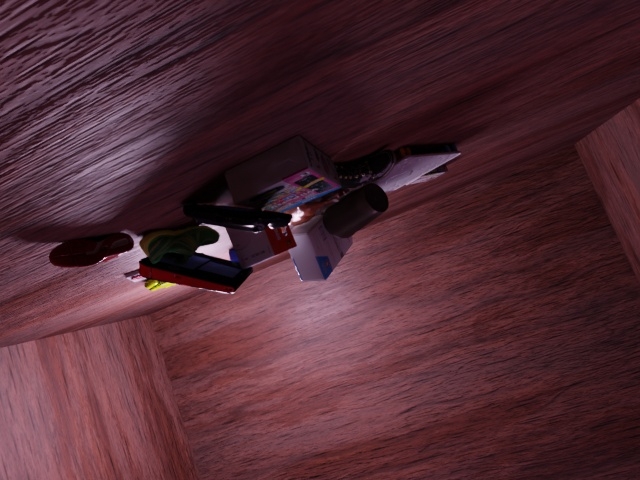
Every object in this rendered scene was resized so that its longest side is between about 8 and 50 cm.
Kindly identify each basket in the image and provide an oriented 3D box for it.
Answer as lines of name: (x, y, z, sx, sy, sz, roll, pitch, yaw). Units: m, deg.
basket: (0.150, -0.123, 1.639, 0.204, 0.154, 0.227, -23, 174, -41)

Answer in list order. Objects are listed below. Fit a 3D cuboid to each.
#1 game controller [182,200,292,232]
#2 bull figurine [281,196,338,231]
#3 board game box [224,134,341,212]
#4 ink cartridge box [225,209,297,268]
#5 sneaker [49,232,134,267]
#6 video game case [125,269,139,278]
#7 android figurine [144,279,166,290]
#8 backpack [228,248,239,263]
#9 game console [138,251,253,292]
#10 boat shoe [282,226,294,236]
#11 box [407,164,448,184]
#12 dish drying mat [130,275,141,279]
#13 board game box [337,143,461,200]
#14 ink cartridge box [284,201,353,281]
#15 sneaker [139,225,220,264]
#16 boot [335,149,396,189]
game controller: (-0.233, -0.074, 1.131, 0.319, 0.067, 0.167, 10, -163, 38)
bull figurine: (-0.066, -0.123, 1.600, 0.189, 0.101, 0.310, -25, -178, -24)
board game box: (-0.090, -0.172, 1.154, 0.224, 0.097, 0.303, -22, 174, 17)
ink cartridge box: (-0.232, -0.017, 1.570, 0.233, 0.188, 0.066, -23, 178, 23)
sneaker: (-0.674, 0.047, 1.199, 0.221, 0.086, 0.128, -13, 168, -44)
video game case: (-0.791, 0.147, 1.904, 0.191, 0.022, 0.173, -19, 173, -16)
android figurine: (-0.810, 0.209, 2.203, 0.273, 0.056, 0.248, -25, 171, 40)
backpack: (-0.412, 0.089, 2.179, 0.120, 0.101, 0.098, -19, 163, 4)
game console: (-0.444, 0.102, 1.513, 0.342, 0.060, 0.386, 10, -173, -1)
boat shoe: (-0.232, 0.008, 2.128, 0.301, 0.102, 0.108, -24, 172, 26)
box: (0.521, -0.324, 2.013, 0.207, 0.036, 0.114, -15, 171, -38)
dish drying mat: (-0.814, 0.164, 1.852, 0.032, 0.008, 0.083, -27, 170, 41)
board game box: (0.315, -0.281, 1.682, 0.390, 0.050, 0.390, -15, 172, -42)
ink cartridge box: (0.000, 0.000, 1.760, 0.129, 0.223, 0.307, -8, -155, 33)
sneaker: (-0.477, 0.022, 1.414, 0.110, 0.123, 0.296, -26, 172, 38)
boot: (0.120, -0.230, 1.366, 0.179, 0.085, 0.236, -10, 168, -46)
